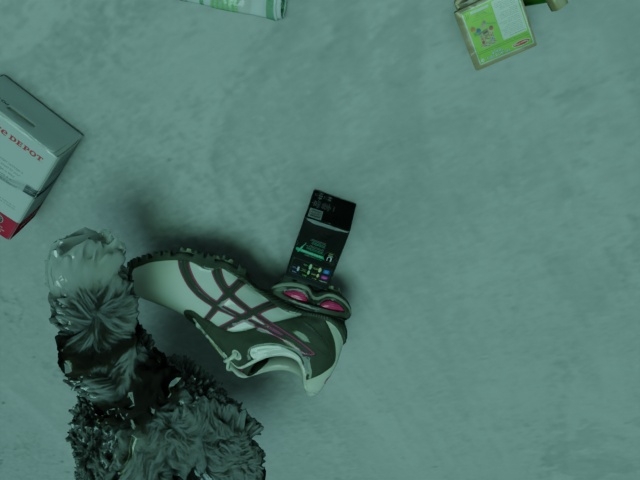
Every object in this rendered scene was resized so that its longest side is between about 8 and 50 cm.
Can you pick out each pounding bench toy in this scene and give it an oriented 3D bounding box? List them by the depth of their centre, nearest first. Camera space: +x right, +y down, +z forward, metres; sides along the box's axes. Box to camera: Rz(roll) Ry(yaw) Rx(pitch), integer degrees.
[{"bbox_3d":[0.161,-0.192,0.525,0.083,0.065,0.052,-19,115,23],"label":"pounding bench toy"}]

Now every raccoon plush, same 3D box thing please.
[{"bbox_3d":[-0.234,0.195,0.781,0.299,0.216,0.447,2,101,54],"label":"raccoon plush"}]

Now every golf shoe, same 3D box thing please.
[{"bbox_3d":[-0.104,0.087,0.713,0.272,0.120,0.105,13,158,6],"label":"golf shoe"}]

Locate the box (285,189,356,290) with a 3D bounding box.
[{"bbox_3d":[0.000,0.000,0.683,0.052,0.062,0.083,18,124,-1],"label":"box"}]

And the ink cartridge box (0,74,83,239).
[{"bbox_3d":[-0.355,-0.091,0.702,0.109,0.063,0.150,39,121,-12],"label":"ink cartridge box"}]

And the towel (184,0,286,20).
[{"bbox_3d":[-0.101,-0.267,0.560,0.151,0.023,0.113,13,123,4],"label":"towel"}]
